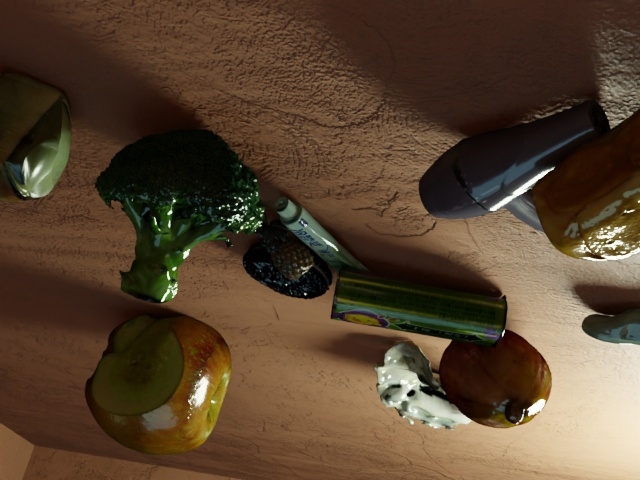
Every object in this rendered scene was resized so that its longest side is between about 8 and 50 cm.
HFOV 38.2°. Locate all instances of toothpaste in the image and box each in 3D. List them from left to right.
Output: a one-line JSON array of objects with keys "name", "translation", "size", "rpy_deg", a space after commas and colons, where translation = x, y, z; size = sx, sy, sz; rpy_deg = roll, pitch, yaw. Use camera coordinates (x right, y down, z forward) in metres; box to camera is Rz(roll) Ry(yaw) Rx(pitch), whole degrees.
[{"name": "toothpaste", "translation": [0.000, 0.000, 1.786], "size": [0.075, 0.048, 0.297], "rpy_deg": [-4, 152, 31]}]

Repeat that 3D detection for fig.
[{"name": "fig", "translation": [0.381, 0.298, 1.982], "size": [0.224, 0.224, 0.263], "rpy_deg": [34, 164, -33]}]

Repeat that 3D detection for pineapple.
[{"name": "pineapple", "translation": [-0.084, 0.003, 1.763], "size": [0.159, 0.074, 0.074], "rpy_deg": [49, 141, -16]}]

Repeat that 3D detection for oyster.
[{"name": "oyster", "translation": [0.289, 0.363, 2.262], "size": [0.351, 0.114, 0.238], "rpy_deg": [17, 144, -16]}]

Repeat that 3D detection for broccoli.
[{"name": "broccoli", "translation": [-0.241, -0.048, 1.566], "size": [0.298, 0.297, 0.297], "rpy_deg": [21, -172, -3]}]

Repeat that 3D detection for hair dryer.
[{"name": "hair dryer", "translation": [0.366, -0.078, 1.444], "size": [0.301, 0.121, 0.361], "rpy_deg": [-25, 144, 38]}]

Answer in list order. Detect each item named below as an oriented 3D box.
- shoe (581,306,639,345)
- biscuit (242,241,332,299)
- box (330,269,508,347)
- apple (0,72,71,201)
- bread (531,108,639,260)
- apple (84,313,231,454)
[{"name": "shoe", "translation": [0.610, 0.159, 1.789], "size": [0.195, 0.079, 0.078], "rpy_deg": [13, 118, 18]}, {"name": "biscuit", "translation": [-0.068, 0.061, 1.902], "size": [0.195, 0.053, 0.194], "rpy_deg": [18, 155, 9]}, {"name": "box", "translation": [0.198, 0.136, 1.872], "size": [0.346, 0.097, 0.134], "rpy_deg": [10, 161, 1]}, {"name": "apple", "translation": [-0.523, -0.171, 1.555], "size": [0.207, 0.188, 0.174], "rpy_deg": [39, 140, -27]}, {"name": "bread", "translation": [0.443, -0.086, 1.246], "size": [0.167, 0.132, 0.294], "rpy_deg": [25, 134, -39]}, {"name": "apple", "translation": [-0.414, 0.354, 2.363], "size": [0.374, 0.374, 0.384], "rpy_deg": [13, 123, 3]}]
